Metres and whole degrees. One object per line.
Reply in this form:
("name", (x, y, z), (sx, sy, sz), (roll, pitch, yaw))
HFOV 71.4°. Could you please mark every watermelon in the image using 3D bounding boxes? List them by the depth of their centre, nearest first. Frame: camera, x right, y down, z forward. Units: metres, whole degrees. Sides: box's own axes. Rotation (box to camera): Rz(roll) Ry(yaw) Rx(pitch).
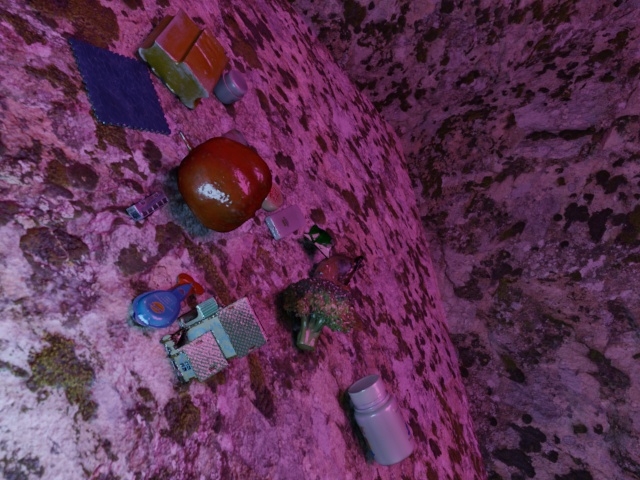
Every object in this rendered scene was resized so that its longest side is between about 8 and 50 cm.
("watermelon", (-0.325, -0.358, 1.651), (0.094, 0.081, 0.180), (32, 23, -23))

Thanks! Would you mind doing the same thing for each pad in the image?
("pad", (-0.583, -0.447, 1.318), (0.269, 0.012, 0.269), (-13, 80, -62))

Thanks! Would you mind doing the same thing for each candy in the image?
("candy", (0.001, -0.004, 1.897), (0.141, 0.078, 0.203), (32, 19, -1))

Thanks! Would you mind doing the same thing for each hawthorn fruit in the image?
("hawthorn fruit", (-0.308, -0.196, 1.334), (0.330, 0.287, 0.287), (49, 31, -20))

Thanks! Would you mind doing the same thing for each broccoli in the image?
("broccoli", (0.000, 0.242, 1.572), (0.288, 0.235, 0.259), (19, 39, -6))

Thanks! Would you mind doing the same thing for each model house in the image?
("model house", (-0.244, 0.226, 1.155), (0.271, 0.206, 0.178), (-22, 88, -63))

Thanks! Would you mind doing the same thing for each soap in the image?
("soap", (-0.468, -0.641, 1.555), (0.259, 0.143, 0.281), (44, 38, -35))

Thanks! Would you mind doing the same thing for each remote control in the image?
("remote control", (-0.134, -0.078, 1.791), (0.103, 0.034, 0.250), (63, 27, -5))

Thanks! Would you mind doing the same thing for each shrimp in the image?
("shrimp", (0.095, 0.156, 1.944), (0.446, 0.110, 0.221), (-30, 100, -59))

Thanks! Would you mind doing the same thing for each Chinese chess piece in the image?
("Chinese chess piece", (-0.199, -0.173, 1.735), (0.122, 0.051, 0.122), (41, 36, -40))

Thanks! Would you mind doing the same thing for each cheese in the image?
("cheese", (-0.385, 0.152, 1.140), (0.106, 0.037, 0.256), (43, 23, 0))

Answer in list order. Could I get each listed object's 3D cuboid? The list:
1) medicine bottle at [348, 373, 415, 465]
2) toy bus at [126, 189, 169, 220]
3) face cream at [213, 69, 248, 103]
("medicine bottle", (0.222, 0.668, 1.667), (0.292, 0.170, 0.170), (64, 27, 0))
("toy bus", (-0.467, -0.096, 1.210), (0.052, 0.037, 0.130), (62, 25, -16))
("face cream", (-0.354, -0.603, 1.753), (0.117, 0.104, 0.117), (42, 35, -39))
